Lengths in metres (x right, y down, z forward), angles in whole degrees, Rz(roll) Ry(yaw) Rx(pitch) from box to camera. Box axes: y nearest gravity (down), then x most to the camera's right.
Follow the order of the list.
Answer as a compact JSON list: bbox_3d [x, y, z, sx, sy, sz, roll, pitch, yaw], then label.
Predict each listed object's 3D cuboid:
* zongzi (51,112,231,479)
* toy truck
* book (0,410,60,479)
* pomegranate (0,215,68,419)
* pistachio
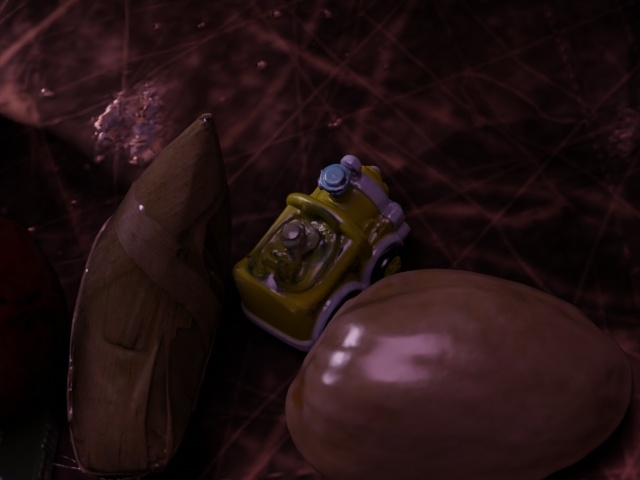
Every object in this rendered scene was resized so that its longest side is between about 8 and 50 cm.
[{"bbox_3d":[-0.090,0.046,1.011,0.081,0.178,0.189,13,61,-10],"label":"zongzi"},{"bbox_3d":[0.000,0.000,1.068,0.076,0.077,0.111,28,70,27],"label":"toy truck"},{"bbox_3d":[-0.260,0.219,1.039,0.202,0.027,0.264,-3,60,14],"label":"book"},{"bbox_3d":[-0.199,0.038,1.063,0.129,0.129,0.159,7,23,19],"label":"pomegranate"},{"bbox_3d":[0.073,0.076,0.989,0.185,0.108,0.126,-8,81,2],"label":"pistachio"}]
